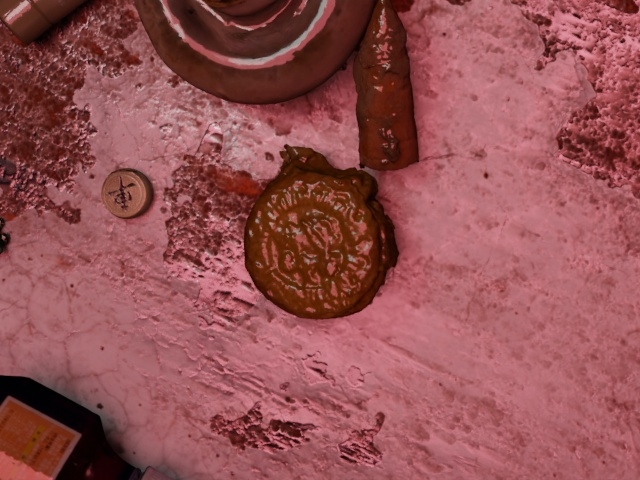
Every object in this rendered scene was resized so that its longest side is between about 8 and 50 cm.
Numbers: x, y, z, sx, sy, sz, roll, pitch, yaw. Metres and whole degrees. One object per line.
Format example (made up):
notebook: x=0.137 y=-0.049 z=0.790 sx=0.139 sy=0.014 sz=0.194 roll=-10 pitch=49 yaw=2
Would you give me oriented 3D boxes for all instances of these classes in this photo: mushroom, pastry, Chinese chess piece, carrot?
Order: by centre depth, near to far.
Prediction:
mushroom: x=-0.100 y=-0.380 z=1.474 sx=0.362 sy=0.294 sz=0.362 roll=0 pitch=91 yaw=8
carrot: x=0.098 y=-0.235 z=1.506 sx=0.101 sy=0.102 sz=0.263 roll=2 pitch=118 yaw=10
pastry: x=0.000 y=0.000 z=1.542 sx=0.240 sy=0.132 sz=0.235 roll=23 pitch=108 yaw=10
Chinese chess piece: x=-0.316 y=-0.076 z=1.659 sx=0.084 sy=0.034 sz=0.084 roll=1 pitch=94 yaw=10

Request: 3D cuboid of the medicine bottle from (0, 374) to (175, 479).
medicine bottle: x=-0.382 y=0.386 z=1.592 sx=0.395 sy=0.242 sz=0.243 roll=26 pitch=97 yaw=2

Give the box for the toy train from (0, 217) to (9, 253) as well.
toy train: x=-0.567 y=-0.020 z=1.703 sx=0.064 sy=0.044 sz=0.103 roll=-22 pitch=89 yaw=21

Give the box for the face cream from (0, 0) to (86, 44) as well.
face cream: x=-0.371 y=-0.454 z=1.634 sx=0.341 sy=0.084 sz=0.137 roll=-41 pitch=84 yaw=1
